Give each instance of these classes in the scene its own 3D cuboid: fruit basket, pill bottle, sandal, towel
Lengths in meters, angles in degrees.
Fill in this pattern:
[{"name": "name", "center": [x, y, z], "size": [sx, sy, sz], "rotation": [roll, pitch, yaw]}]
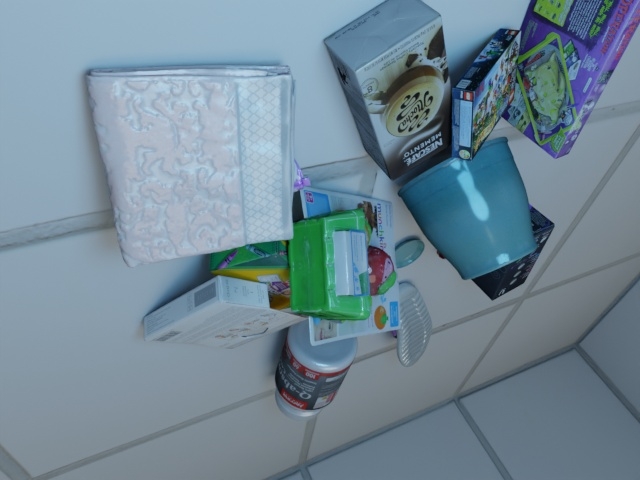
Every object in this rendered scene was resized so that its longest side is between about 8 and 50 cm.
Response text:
[{"name": "fruit basket", "center": [0.089, 0.054, 1.099], "size": [0.353, 0.327, 0.165], "rotation": [4, 171, -45]}, {"name": "pill bottle", "center": [-0.028, 0.399, 1.517], "size": [0.210, 0.210, 0.363], "rotation": [-10, 139, -26]}, {"name": "sandal", "center": [0.302, 0.283, 1.722], "size": [0.169, 0.102, 0.416], "rotation": [-34, 134, -21]}, {"name": "towel", "center": [-0.195, -0.121, 0.826], "size": [0.317, 0.053, 0.332], "rotation": [-9, 122, -19]}]

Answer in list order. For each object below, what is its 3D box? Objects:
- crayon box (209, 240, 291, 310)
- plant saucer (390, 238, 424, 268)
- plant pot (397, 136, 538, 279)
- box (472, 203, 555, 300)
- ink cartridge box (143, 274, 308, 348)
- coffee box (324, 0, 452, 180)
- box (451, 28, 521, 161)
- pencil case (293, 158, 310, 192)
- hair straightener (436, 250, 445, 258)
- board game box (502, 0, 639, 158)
[{"name": "crayon box", "center": [-0.108, 0.071, 1.132], "size": [0.165, 0.081, 0.278], "rotation": [-15, 149, 20]}, {"name": "plant saucer", "center": [0.251, 0.035, 1.444], "size": [0.119, 0.021, 0.119], "rotation": [-19, 142, -15]}, {"name": "plant pot", "center": [0.354, -0.057, 1.123], "size": [0.271, 0.255, 0.271], "rotation": [-24, 174, -3]}, {"name": "box", "center": [0.536, 0.020, 1.442], "size": [0.143, 0.165, 0.270], "rotation": [-24, 143, -20]}, {"name": "ink cartridge box", "center": [-0.224, 0.181, 1.156], "size": [0.296, 0.066, 0.261], "rotation": [-27, 150, 34]}, {"name": "coffee box", "center": [0.145, -0.273, 0.917], "size": [0.168, 0.119, 0.297], "rotation": [-33, 144, 1]}, {"name": "box", "center": [0.332, -0.293, 0.981], "size": [0.233, 0.044, 0.159], "rotation": [-51, 145, -28]}, {"name": "pencil case", "center": [-0.130, -0.099, 0.956], "size": [0.206, 0.088, 0.086], "rotation": [-28, 134, -6]}, {"name": "hair straightener", "center": [0.455, -0.030, 1.489], "size": [0.230, 0.047, 0.089], "rotation": [-29, 145, -3]}, {"name": "board game box", "center": [0.478, -0.361, 0.977], "size": [0.056, 0.208, 0.347], "rotation": [-17, 143, -18]}]
